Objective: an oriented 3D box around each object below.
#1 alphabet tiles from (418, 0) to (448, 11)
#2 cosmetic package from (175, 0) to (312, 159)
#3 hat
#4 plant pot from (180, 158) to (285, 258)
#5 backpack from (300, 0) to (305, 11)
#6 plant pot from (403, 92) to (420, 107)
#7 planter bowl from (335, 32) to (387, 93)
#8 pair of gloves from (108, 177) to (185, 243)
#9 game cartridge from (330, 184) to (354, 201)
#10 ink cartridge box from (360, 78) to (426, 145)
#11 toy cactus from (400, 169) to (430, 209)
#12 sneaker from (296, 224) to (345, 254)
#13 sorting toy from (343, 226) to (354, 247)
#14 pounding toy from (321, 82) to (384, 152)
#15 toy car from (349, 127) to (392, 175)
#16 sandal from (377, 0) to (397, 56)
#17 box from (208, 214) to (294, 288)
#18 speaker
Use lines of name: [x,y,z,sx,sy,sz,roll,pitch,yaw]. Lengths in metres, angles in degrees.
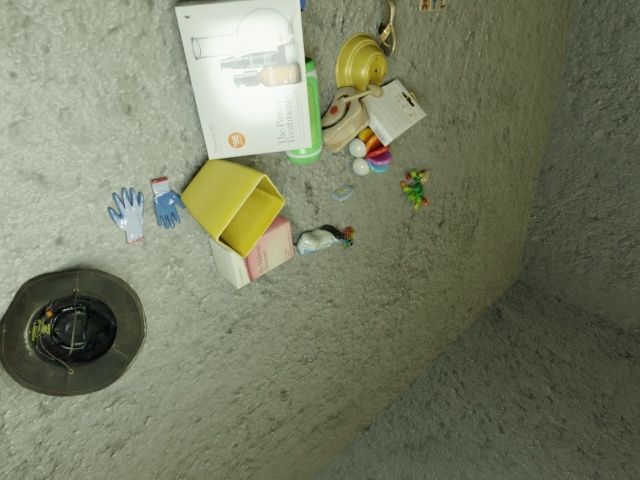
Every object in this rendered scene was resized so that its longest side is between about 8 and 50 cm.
alphabet tiles: [0.423,-1.003,1.624,0.285,0.011,0.342,-24,128,-36]
cosmetic package: [-0.179,-0.409,1.167,0.285,0.097,0.377,-7,125,-2]
hat: [-0.592,0.226,1.140,0.331,0.331,0.134,-50,178,-12]
plant pot: [-0.254,-0.105,1.278,0.212,0.187,0.212,-55,162,-7]
backpack: [-0.095,-0.652,1.196,0.098,0.120,0.101,-2,114,-46]
plant pot: [0.316,-0.504,1.749,0.081,0.083,0.081,-49,120,-15]
planter bowl: [0.159,-0.575,1.539,0.217,0.090,0.217,-26,131,-35]
pair of gloves: [-0.460,-0.083,1.230,0.198,0.023,0.159,-27,132,-33]
game cartridge: [0.087,-0.178,1.730,0.083,0.056,0.017,-36,143,-28]
ink cartridge box: [0.255,-0.467,1.658,0.225,0.181,0.056,-39,180,-34]
toy cactus: [0.446,-0.249,2.051,0.180,0.112,0.219,-53,133,-25]
sneaker: [0.000,0.000,1.738,0.237,0.085,0.086,-13,148,-46]
sorting toy: [0.120,-0.005,1.881,0.061,0.042,0.101,-33,134,-30]
pounding toy: [0.063,-0.432,1.494,0.269,0.154,0.155,-42,141,7]
toy car: [0.202,-0.326,1.700,0.159,0.136,0.181,-39,136,-25]
sandal: [0.220,-0.713,1.542,0.049,0.072,0.180,-20,126,-20]
box: [-0.216,0.023,1.471,0.232,0.127,0.148,-31,133,-32]
speaker: [-0.064,-0.390,1.385,0.131,0.131,0.296,-31,133,-31]
